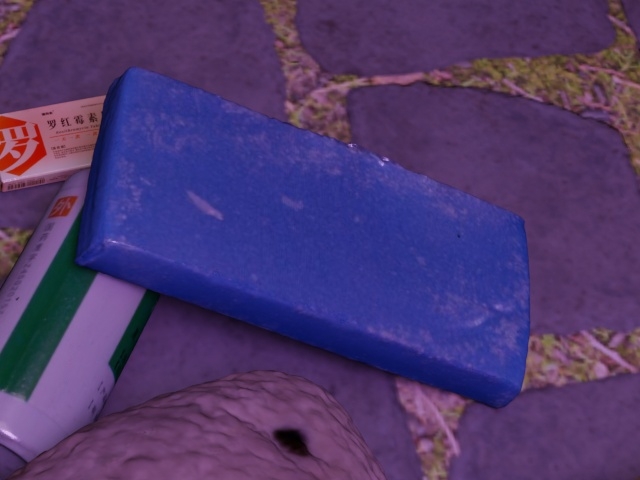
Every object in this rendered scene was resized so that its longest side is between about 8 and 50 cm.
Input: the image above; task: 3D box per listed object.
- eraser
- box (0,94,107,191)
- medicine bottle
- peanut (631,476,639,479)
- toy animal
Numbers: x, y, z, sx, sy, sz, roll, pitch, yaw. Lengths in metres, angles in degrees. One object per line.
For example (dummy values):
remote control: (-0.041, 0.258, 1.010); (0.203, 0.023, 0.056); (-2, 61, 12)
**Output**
eraser: (0.000, 0.000, 1.093); (0.312, 0.042, 0.144); (21, 52, -21)
box: (-0.186, -0.069, 1.181); (0.093, 0.015, 0.058); (-11, 62, -18)
medicine bottle: (-0.154, 0.036, 1.071); (0.095, 0.095, 0.260); (22, 58, 5)
peanut: (0.224, 0.193, 1.001); (0.291, 0.159, 0.143); (-7, 23, -14)
toy animal: (-0.089, 0.210, 0.913); (0.358, 0.188, 0.226); (-34, 63, -26)
